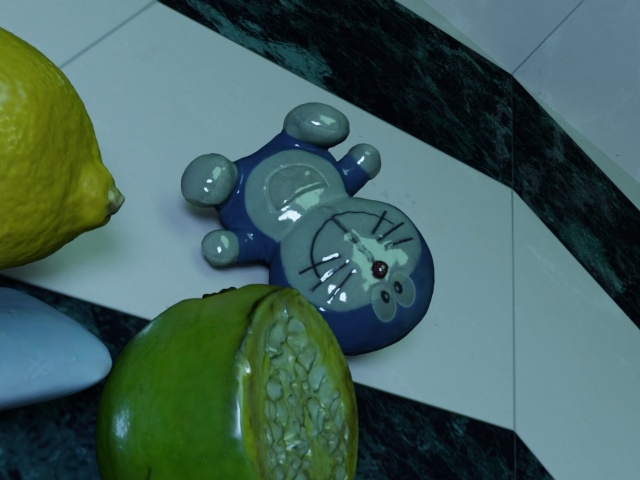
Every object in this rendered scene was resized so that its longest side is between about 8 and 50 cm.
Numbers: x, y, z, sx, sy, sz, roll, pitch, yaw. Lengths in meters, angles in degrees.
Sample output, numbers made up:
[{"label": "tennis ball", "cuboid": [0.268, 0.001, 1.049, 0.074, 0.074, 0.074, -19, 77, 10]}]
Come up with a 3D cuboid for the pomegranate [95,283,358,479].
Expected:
[{"label": "pomegranate", "cuboid": [-0.063, 0.150, 0.627, 0.240, 0.159, 0.189, 55, 31, -35]}]

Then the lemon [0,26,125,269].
[{"label": "lemon", "cuboid": [-0.264, -0.070, 0.626, 0.244, 0.187, 0.186, 27, 33, -25]}]

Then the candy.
[{"label": "candy", "cuboid": [-0.241, 0.074, 0.553, 0.138, 0.071, 0.174, 19, 14, 35]}]

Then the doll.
[{"label": "doll", "cuboid": [0.000, 0.000, 0.890, 0.228, 0.154, 0.258, -32, 66, -26]}]
